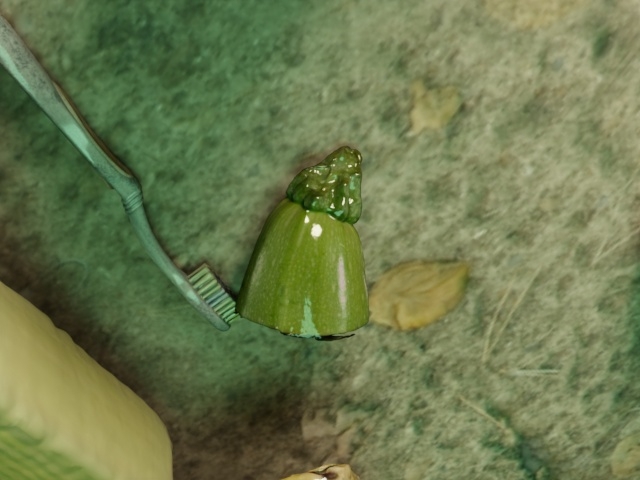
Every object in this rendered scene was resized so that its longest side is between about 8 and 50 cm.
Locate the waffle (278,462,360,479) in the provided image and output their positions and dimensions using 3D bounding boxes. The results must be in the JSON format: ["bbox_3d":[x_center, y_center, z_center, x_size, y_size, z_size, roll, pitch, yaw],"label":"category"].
[{"bbox_3d":[-0.121,0.307,0.758,0.376,0.114,0.261,-20,156,0],"label":"waffle"}]

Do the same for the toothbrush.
[{"bbox_3d":[-0.165,-0.066,0.664,0.037,0.028,0.375,-33,119,5],"label":"toothbrush"}]

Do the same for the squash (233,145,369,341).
[{"bbox_3d":[-0.007,-0.005,0.694,0.105,0.105,0.132,4,105,-10],"label":"squash"}]

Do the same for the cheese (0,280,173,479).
[{"bbox_3d":[-0.272,0.158,0.681,0.242,0.124,0.265,-27,138,6],"label":"cheese"}]
